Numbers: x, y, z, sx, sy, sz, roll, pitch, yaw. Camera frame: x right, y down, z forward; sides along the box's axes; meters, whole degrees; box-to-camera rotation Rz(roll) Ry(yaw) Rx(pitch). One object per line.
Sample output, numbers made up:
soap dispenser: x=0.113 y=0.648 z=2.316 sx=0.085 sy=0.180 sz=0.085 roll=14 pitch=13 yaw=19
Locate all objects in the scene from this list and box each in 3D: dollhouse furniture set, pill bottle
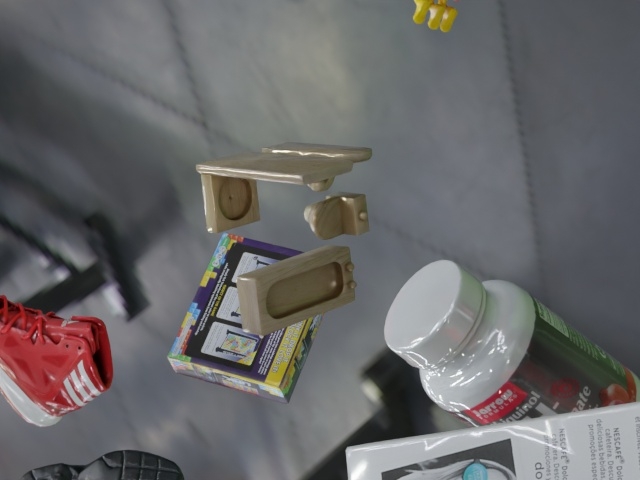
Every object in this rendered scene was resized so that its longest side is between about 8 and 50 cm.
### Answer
dollhouse furniture set: x=0.000 y=0.000 z=1.397 sx=0.123 sy=0.144 sz=0.151 roll=7 pitch=109 yaw=44
pill bottle: x=0.235 y=0.158 z=2.084 sx=0.318 sy=0.176 sz=0.176 roll=35 pitch=162 yaw=-26

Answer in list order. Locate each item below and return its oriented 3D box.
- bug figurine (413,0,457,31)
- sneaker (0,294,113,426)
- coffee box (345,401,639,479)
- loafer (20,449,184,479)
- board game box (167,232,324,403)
bug figurine: x=0.119 y=-0.338 z=1.530 sx=0.279 sy=0.216 sz=0.072 roll=-60 pitch=39 yaw=19
sneaker: x=-0.280 y=0.072 z=1.604 sx=0.128 sy=0.087 sz=0.221 roll=-27 pitch=121 yaw=29
coffee box: x=0.253 y=0.329 z=1.343 sx=0.334 sy=0.338 sz=0.338 roll=-14 pitch=159 yaw=31
loafer: x=-0.197 y=0.236 z=1.577 sx=0.170 sy=0.062 sz=0.061 roll=-7 pitch=139 yaw=23
board game box: x=-0.074 y=0.086 z=1.914 sx=0.141 sy=0.170 sz=0.048 roll=15 pitch=154 yaw=17
